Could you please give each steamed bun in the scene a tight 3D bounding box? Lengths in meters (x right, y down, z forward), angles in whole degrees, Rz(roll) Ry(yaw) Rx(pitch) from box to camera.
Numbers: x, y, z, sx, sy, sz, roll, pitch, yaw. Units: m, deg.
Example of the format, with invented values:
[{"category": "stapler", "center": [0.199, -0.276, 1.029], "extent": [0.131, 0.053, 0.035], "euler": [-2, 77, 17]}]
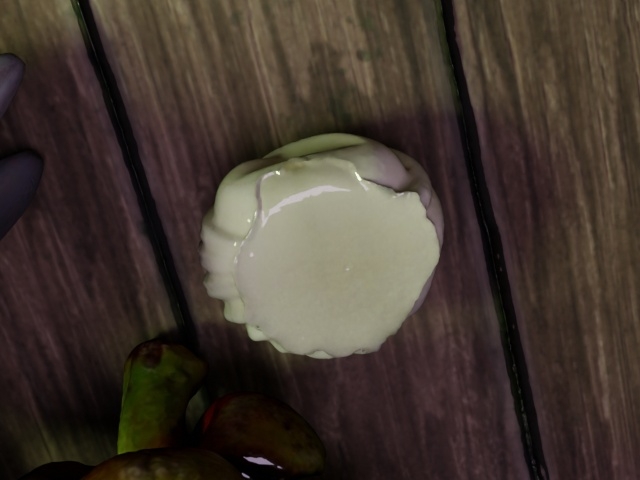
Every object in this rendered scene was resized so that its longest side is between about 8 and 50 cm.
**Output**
[{"category": "steamed bun", "center": [0.000, 0.000, 0.937], "extent": [0.183, 0.106, 0.182], "euler": [-4, 119, -7]}]

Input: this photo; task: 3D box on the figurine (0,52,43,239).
[{"category": "figurine", "center": [-0.331, 0.000, 0.777], "extent": [0.266, 0.361, 0.377], "euler": [44, 77, -23]}]

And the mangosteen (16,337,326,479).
[{"category": "mangosteen", "center": [-0.080, 0.301, 0.935], "extent": [0.382, 0.382, 0.434], "euler": [0, 96, -8]}]
